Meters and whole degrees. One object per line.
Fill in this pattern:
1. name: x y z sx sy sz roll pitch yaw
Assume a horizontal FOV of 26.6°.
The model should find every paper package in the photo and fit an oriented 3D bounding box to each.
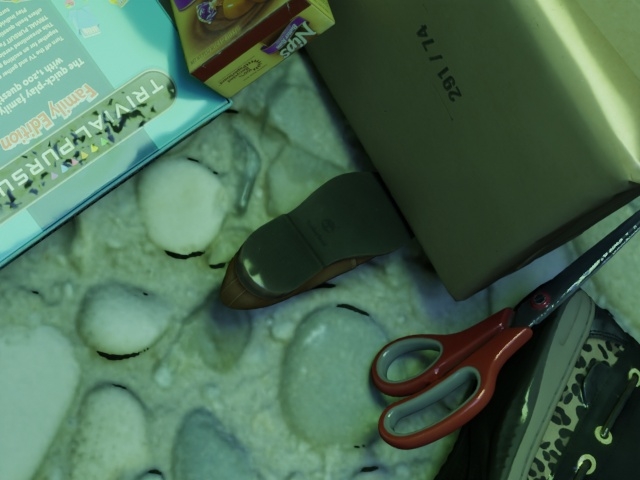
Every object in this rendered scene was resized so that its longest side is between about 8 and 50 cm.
1. paper package: 0.139 -0.156 1.036 0.168 0.309 0.325 -27 82 -26

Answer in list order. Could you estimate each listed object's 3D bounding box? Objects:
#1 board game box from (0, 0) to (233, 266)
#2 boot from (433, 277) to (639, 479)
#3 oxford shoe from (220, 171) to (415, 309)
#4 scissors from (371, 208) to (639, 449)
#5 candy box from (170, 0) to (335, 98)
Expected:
1. board game box: -0.269 -0.164 1.020 0.253 0.079 0.336 -37 96 -21
2. boot: 0.231 0.252 1.125 0.284 0.138 0.377 31 64 -14
3. oxford shoe: 0.000 0.000 1.111 0.212 0.076 0.076 -23 78 -38
4. scissors: 0.170 0.070 1.097 0.297 0.109 0.021 -29 131 6
5. candy box: -0.066 -0.215 1.050 0.053 0.109 0.187 32 33 -47
